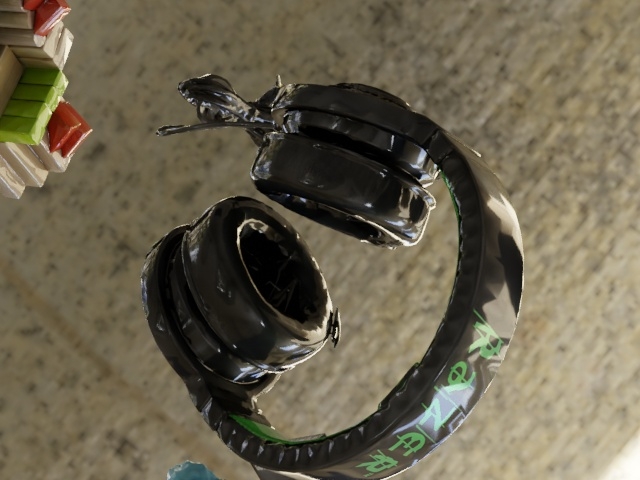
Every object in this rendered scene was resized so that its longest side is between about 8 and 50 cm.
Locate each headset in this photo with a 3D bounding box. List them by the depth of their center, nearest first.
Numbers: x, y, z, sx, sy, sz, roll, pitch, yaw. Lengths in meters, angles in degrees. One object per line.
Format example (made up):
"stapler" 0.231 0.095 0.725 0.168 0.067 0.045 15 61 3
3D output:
"headset" 0.000 0.000 0.959 0.185 0.243 0.394 28 -162 -44

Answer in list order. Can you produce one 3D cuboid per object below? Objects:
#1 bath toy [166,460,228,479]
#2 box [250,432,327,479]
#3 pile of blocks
"bath toy" -0.190 0.389 1.640 0.129 0.151 0.348 61 -158 -10
"box" -0.005 0.361 1.938 0.175 0.051 0.220 59 156 -2
"pile of blocks" -0.308 -0.202 1.380 0.112 0.149 0.362 6 127 24
